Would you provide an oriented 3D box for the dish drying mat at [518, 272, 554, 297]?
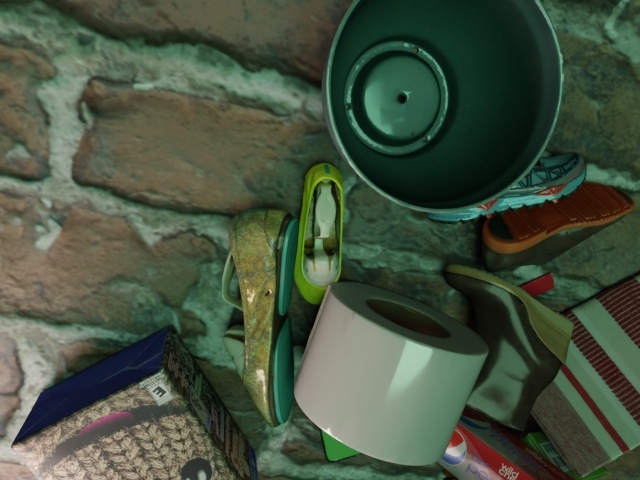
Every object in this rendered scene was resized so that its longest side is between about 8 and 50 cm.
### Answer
[{"bbox_3d":[0.372,0.086,0.948,0.083,0.008,0.032,-24,108,-3],"label":"dish drying mat"}]

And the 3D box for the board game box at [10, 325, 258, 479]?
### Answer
[{"bbox_3d":[-0.262,0.323,0.825,0.232,0.141,0.291,-28,109,-2],"label":"board game box"}]

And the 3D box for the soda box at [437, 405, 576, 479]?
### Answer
[{"bbox_3d":[0.265,0.347,0.869,0.092,0.263,0.083,6,107,-46],"label":"soda box"}]

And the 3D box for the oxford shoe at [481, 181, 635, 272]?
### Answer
[{"bbox_3d":[0.384,-0.021,0.891,0.272,0.096,0.098,-15,137,-9],"label":"oxford shoe"}]

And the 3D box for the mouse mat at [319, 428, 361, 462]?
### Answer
[{"bbox_3d":[0.067,0.298,0.954,0.153,0.007,0.189,-13,109,-7],"label":"mouse mat"}]

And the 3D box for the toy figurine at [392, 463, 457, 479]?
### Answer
[{"bbox_3d":[0.188,0.470,0.920,0.148,0.209,0.212,12,103,-2],"label":"toy figurine"}]

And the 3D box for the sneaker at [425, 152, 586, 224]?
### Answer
[{"bbox_3d":[0.284,-0.109,0.824,0.262,0.104,0.125,-15,107,-6],"label":"sneaker"}]

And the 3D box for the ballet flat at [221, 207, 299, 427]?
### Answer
[{"bbox_3d":[-0.095,0.117,0.822,0.123,0.123,0.348,-1,107,-11],"label":"ballet flat"}]

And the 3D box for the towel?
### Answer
[{"bbox_3d":[0.501,0.216,0.920,0.329,0.237,0.037,-28,150,-2],"label":"towel"}]

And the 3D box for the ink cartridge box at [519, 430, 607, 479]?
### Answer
[{"bbox_3d":[0.353,0.449,0.974,0.189,0.097,0.255,12,128,-42],"label":"ink cartridge box"}]

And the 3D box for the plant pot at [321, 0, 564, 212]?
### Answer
[{"bbox_3d":[0.130,-0.193,0.714,0.293,0.196,0.292,-2,100,-11],"label":"plant pot"}]

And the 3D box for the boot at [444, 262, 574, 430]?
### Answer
[{"bbox_3d":[0.275,0.172,0.879,0.249,0.090,0.206,30,87,-3],"label":"boot"}]

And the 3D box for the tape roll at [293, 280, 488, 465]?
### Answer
[{"bbox_3d":[0.101,0.185,0.797,0.246,0.246,0.169,17,100,-15],"label":"tape roll"}]

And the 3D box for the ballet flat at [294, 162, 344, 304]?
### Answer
[{"bbox_3d":[0.000,0.000,0.814,0.077,0.077,0.230,1,106,-10],"label":"ballet flat"}]
